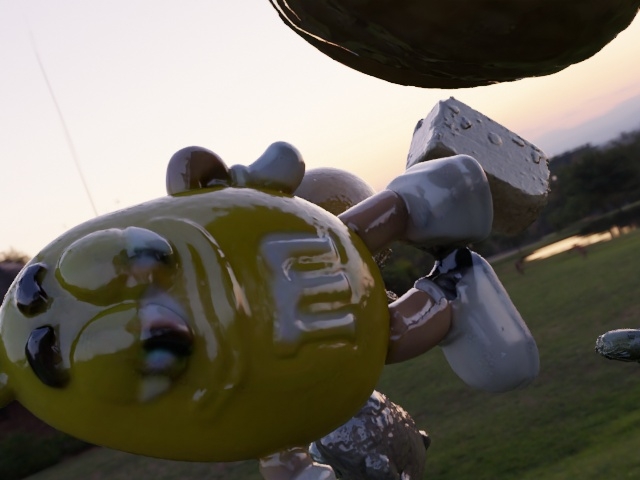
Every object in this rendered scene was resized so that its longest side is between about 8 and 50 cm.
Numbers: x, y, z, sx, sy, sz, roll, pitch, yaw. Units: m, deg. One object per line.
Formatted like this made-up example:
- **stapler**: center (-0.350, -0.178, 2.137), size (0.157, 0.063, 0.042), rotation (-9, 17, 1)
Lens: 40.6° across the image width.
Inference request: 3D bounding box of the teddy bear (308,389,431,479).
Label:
- **teddy bear**: center (0.073, 0.308, 1.285), size (0.151, 0.236, 0.267), rotation (-38, -27, 7)

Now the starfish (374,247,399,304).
- **starfish**: center (0.038, 0.058, 1.040), size (0.053, 0.210, 0.150), rotation (29, 68, 37)

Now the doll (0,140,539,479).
- **doll**: center (-0.013, 0.070, 0.664), size (0.423, 0.348, 0.161), rotation (-45, -2, -34)

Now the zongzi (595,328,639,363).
- **zongzi**: center (0.530, 0.168, 1.438), size (0.109, 0.055, 0.119), rotation (6, -21, -24)

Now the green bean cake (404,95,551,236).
- **green bean cake**: center (0.203, -0.095, 1.112), size (0.085, 0.179, 0.109), rotation (-49, 16, 47)

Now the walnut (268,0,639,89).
- **walnut**: center (0.094, -0.253, 0.617), size (0.332, 0.333, 0.333), rotation (-22, -1, 0)

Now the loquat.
- **loquat**: center (0.000, 0.000, 1.528), size (0.263, 0.263, 0.263), rotation (-22, -1, 0)
